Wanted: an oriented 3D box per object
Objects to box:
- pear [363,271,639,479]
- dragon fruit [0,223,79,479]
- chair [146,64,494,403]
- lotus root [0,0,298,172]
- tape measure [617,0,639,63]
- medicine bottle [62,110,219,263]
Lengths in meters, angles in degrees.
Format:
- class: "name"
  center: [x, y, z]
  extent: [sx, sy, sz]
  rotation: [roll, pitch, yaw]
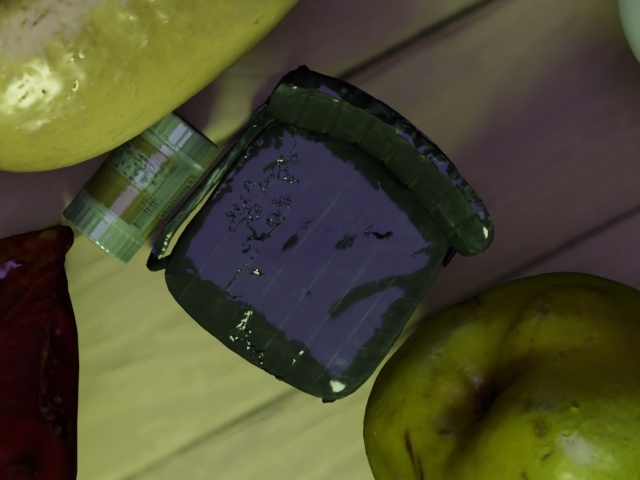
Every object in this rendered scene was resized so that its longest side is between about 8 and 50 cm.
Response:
- class: "pear"
  center: [0.127, 0.116, 0.989]
  extent: [0.200, 0.200, 0.200]
  rotation: [0, 92, -1]
- class: "dragon fruit"
  center: [-0.207, 0.143, 1.023]
  extent: [0.302, 0.240, 0.330]
  rotation: [8, 68, 26]
- class: "chair"
  center: [0.000, 0.000, 0.970]
  extent: [0.140, 0.221, 0.145]
  rotation: [37, 90, -2]
- class: "lotus root"
  center: [-0.118, -0.131, 1.009]
  extent: [0.303, 0.131, 0.146]
  rotation: [-31, 64, -2]
- class: "tape measure"
  center: [0.235, -0.153, 1.003]
  extent: [0.178, 0.105, 0.196]
  rotation: [-20, 125, -23]
- class: "medicine bottle"
  center: [-0.099, -0.033, 1.055]
  extent: [0.047, 0.047, 0.083]
  rotation: [39, 92, -2]
